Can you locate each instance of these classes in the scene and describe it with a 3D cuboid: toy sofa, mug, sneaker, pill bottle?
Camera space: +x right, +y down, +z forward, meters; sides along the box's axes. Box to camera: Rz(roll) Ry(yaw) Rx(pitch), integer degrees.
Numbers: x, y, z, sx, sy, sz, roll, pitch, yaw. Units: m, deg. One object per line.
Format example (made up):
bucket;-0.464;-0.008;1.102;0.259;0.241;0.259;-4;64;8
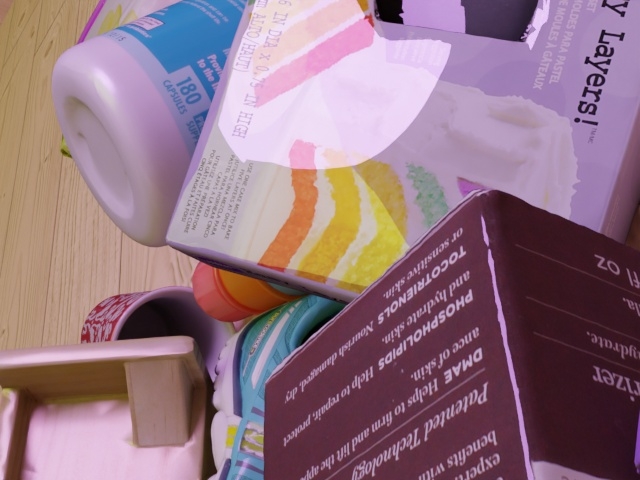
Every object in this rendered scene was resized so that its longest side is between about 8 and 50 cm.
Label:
toy sofa;-0.142;0.256;0.702;0.177;0.150;0.362;77;-171;-53
mug;-0.163;0.112;0.983;0.169;0.113;0.150;-1;68;65
sneaker;-0.012;0.147;0.692;0.110;0.107;0.275;-34;43;30
pill bottle;-0.042;-0.113;0.766;0.264;0.146;0.146;-30;14;-24

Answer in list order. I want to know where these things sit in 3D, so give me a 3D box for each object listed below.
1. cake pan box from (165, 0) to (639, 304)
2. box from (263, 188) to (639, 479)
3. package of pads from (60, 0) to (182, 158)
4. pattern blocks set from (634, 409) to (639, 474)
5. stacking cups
cake pan box;0.065;-0.086;0.607;0.246;0.070;0.267;17;83;24
box;0.088;0.124;0.436;0.167;0.168;0.203;-44;36;39
package of pads;-0.236;-0.256;1.397;0.296;0.101;0.229;-53;30;29
pattern blocks set;0.239;0.027;0.276;0.325;0.026;0.285;-24;45;27
stacking cups;0.000;0.000;0.803;0.316;0.096;0.096;-29;46;59
